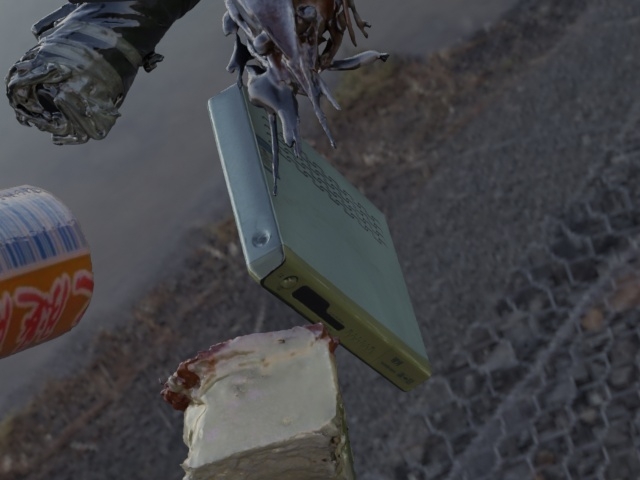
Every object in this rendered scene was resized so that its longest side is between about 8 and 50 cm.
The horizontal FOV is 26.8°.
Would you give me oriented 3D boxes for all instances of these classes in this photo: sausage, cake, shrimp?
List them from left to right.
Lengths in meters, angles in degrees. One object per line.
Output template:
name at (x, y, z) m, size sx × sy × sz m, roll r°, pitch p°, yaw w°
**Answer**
sausage at (-0.475, 0.057, 1.802) m, size 0.233 × 0.233 × 0.287 m, roll -3°, pitch 10°, yaw 29°
cake at (-0.036, 0.133, 0.888) m, size 0.116 × 0.220 × 0.086 m, roll -9°, pitch 66°, yaw -1°
shrimp at (-0.024, -0.182, 1.044) m, size 0.116 × 0.145 × 0.343 m, roll -17°, pitch 54°, yaw 12°

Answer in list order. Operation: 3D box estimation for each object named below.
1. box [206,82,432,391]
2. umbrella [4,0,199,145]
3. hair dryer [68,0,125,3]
box at (0.000, 0.000, 1.165) m, size 0.045 × 0.270 × 0.211 m, roll -28°, pitch 56°, yaw 17°
umbrella at (-0.184, -0.235, 1.366) m, size 0.106 × 0.113 × 0.358 m, roll -11°, pitch 36°, yaw 47°
hair dryer at (-0.077, -0.234, 0.770) m, size 0.173 × 0.195 × 0.050 m, roll -1°, pitch 28°, yaw 9°
